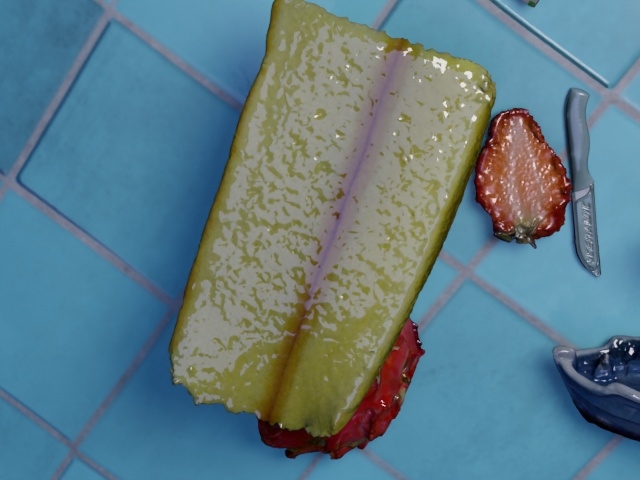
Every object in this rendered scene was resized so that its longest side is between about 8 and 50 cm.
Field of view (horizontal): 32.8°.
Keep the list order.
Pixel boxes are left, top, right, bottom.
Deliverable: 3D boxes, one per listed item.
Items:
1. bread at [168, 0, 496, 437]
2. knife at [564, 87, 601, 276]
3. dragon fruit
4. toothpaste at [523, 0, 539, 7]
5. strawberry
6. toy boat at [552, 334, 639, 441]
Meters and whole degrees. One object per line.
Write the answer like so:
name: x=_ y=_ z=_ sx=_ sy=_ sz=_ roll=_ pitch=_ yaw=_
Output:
bread: x=0.000 y=0.000 z=1.062 sx=0.233 sy=0.245 sz=0.361 roll=20 pitch=71 yaw=5
knife: x=0.282 y=-0.060 z=1.169 sx=0.028 sy=0.015 sz=0.210 roll=-6 pitch=104 yaw=7
dragon fruit: x=0.007 y=0.154 z=1.227 sx=0.163 sy=0.189 sz=0.261 roll=26 pitch=116 yaw=36
toothpaste: x=0.274 y=-0.372 z=1.071 sx=0.075 sy=0.048 sz=0.301 roll=35 pitch=111 yaw=-3
strawberry: x=0.218 y=-0.066 z=1.166 sx=0.104 sy=0.048 sz=0.152 roll=-2 pitch=91 yaw=19
toy boat: x=0.400 y=0.139 z=1.139 sx=0.309 sy=0.129 sz=0.142 roll=3 pitch=116 yaw=12
